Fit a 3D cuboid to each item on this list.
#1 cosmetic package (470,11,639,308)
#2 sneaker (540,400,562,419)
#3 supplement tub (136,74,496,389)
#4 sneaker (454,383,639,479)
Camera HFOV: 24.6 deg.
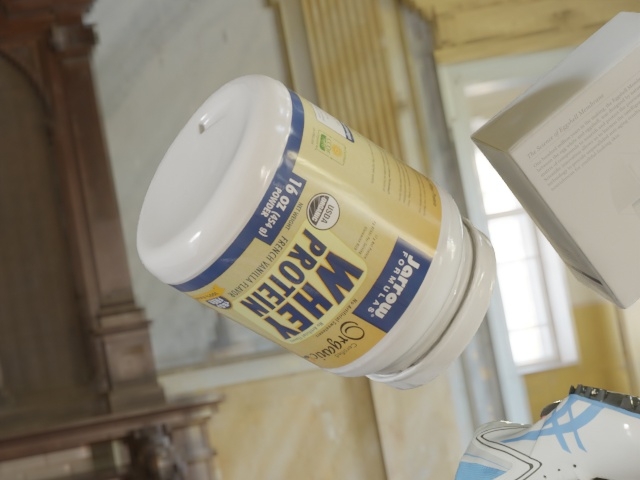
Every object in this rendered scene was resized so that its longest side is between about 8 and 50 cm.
[{"bbox_3d":[0.326,-0.091,1.592,0.224,0.224,0.138,-39,18,-2],"label":"cosmetic package"},{"bbox_3d":[0.377,0.284,1.676,0.314,0.136,0.116,24,-7,27],"label":"sneaker"},{"bbox_3d":[0.000,0.000,1.491,0.316,0.228,0.228,30,-24,-25],"label":"supplement tub"},{"bbox_3d":[0.151,0.140,0.876,0.085,0.086,0.237,18,-21,-13],"label":"sneaker"}]
